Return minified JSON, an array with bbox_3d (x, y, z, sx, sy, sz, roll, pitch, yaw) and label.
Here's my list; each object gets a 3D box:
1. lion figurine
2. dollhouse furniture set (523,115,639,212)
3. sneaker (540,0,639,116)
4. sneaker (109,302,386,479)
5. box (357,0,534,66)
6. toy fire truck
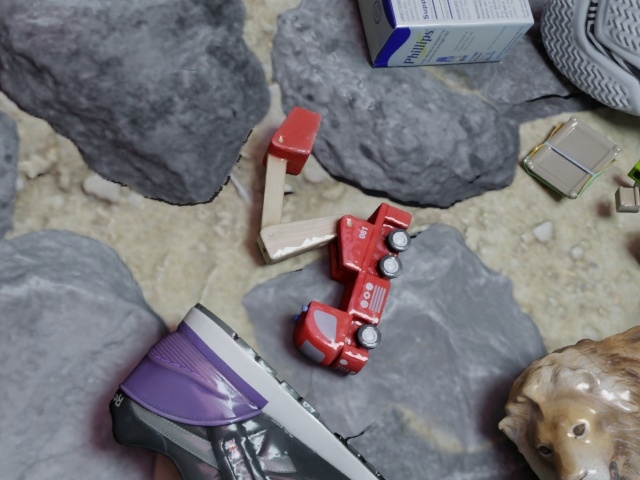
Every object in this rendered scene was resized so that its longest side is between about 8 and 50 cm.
[{"bbox_3d":[0.345,0.089,0.750,0.392,0.142,0.240,-44,90,9],"label":"lion figurine"},{"bbox_3d":[0.262,-0.041,0.904,0.152,0.058,0.076,39,71,22],"label":"dollhouse furniture set"},{"bbox_3d":[0.397,-0.208,0.883,0.210,0.366,0.137,-44,129,-40],"label":"sneaker"},{"bbox_3d":[-0.030,0.186,0.713,0.283,0.107,0.124,43,80,7],"label":"sneaker"},{"bbox_3d":[0.107,-0.232,0.905,0.137,0.072,0.126,-5,72,-18],"label":"box"},{"bbox_3d":[0.000,0.000,0.803,0.135,0.047,0.192,22,67,-6],"label":"toy fire truck"}]
